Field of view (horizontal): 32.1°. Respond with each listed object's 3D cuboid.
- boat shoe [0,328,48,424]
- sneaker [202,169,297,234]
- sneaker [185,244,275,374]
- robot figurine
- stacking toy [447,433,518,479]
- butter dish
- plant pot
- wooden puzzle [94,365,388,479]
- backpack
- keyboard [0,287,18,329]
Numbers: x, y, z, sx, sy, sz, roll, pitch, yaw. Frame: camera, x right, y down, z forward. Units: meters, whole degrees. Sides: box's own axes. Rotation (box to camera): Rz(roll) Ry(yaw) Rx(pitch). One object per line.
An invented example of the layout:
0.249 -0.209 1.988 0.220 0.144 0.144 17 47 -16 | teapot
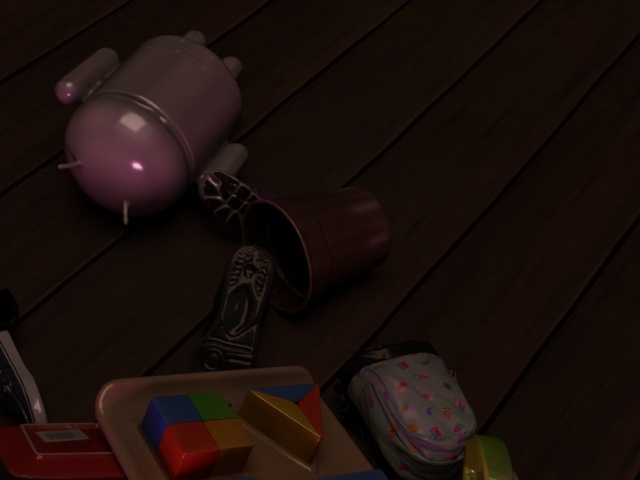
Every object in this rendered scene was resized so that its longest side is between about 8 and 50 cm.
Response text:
-0.410 0.192 1.414 0.083 0.065 0.183 -21 45 -23 | boat shoe
-0.105 -0.053 1.653 0.170 0.068 0.071 35 22 -28 | sneaker
-0.119 0.128 1.500 0.087 0.130 0.227 15 74 2 | sneaker
-0.252 -0.175 1.686 0.300 0.200 0.353 33 49 0 | robot figurine
0.221 0.360 1.173 0.130 0.279 0.309 0 50 -5 | stacking toy
-0.298 0.286 1.299 0.160 0.118 0.160 4 11 -26 | butter dish
0.000 0.000 1.585 0.165 0.167 0.167 -20 51 -33 | plant pot
-0.053 0.271 1.278 0.322 0.080 0.348 1 39 -38 | wooden puzzle
0.117 0.217 1.409 0.152 0.115 0.182 -11 51 -20 | backpack
-0.496 0.117 1.489 0.192 0.038 0.100 -16 42 -6 | keyboard
